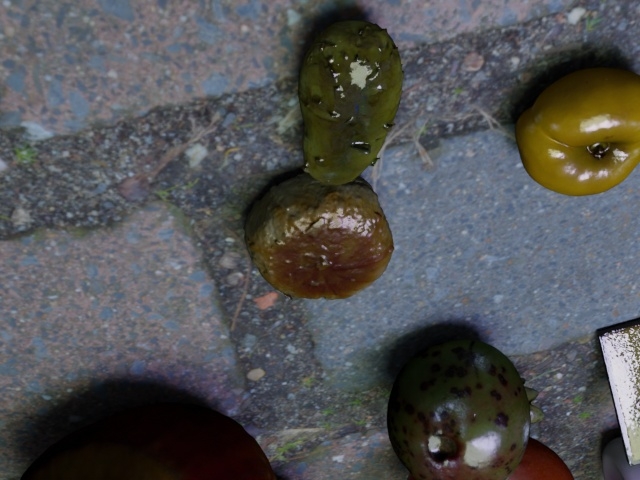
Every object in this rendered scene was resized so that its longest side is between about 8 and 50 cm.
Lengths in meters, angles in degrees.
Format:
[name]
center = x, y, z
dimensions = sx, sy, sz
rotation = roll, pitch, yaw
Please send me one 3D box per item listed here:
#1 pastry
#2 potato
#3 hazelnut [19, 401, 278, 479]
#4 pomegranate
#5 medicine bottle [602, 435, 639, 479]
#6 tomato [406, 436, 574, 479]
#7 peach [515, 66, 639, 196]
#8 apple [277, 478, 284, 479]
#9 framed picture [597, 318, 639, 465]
[pastry]
center = 0.000, 0.000, 1.181
dimensions = 0.182, 0.093, 0.192
rotation = -19, 138, 7
[potato]
center = 0.030, -0.150, 1.032
dimensions = 0.117, 0.090, 0.225
rotation = 8, 138, -3
[hazelnut]
center = -0.259, 0.453, 1.381
dimensions = 0.429, 0.402, 0.402
rotation = -35, 135, 5
[pomegranate]
center = 0.245, 0.260, 1.459
dimensions = 0.306, 0.242, 0.242
rotation = -30, 152, -41
[medicine bottle]
center = 0.744, 0.474, 1.772
dimensions = 0.325, 0.256, 0.256
rotation = -15, 138, 2
[tomato]
center = 0.297, 0.494, 1.624
dimensions = 0.322, 0.321, 0.321
rotation = -8, 137, -8
[peach]
center = 0.329, -0.135, 1.125
dimensions = 0.179, 0.103, 0.179
rotation = -6, 136, -6
[apple]
center = -0.100, 0.534, 1.633
dimensions = 0.188, 0.211, 0.211
rotation = 14, 134, 1
[framed picture]
center = 0.663, 0.227, 1.561
dimensions = 0.339, 0.014, 0.255
rotation = -16, 101, 0
